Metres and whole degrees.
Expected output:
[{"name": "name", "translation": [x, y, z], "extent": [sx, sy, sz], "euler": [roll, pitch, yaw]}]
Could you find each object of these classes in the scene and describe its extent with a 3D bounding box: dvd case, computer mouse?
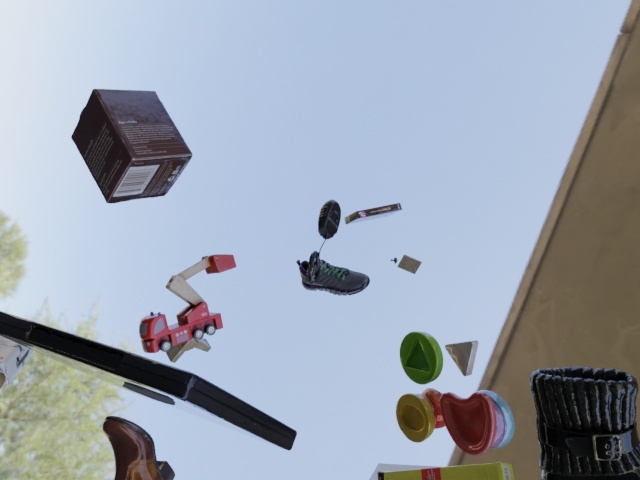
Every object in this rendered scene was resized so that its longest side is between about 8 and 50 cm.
[{"name": "dvd case", "translation": [-0.165, 0.129, 0.484], "extent": [0.252, 0.180, 0.022], "euler": [8, -117, 29]}, {"name": "computer mouse", "translation": [0.000, 0.000, 1.383], "extent": [0.041, 0.071, 0.242], "euler": [5, -117, 31]}]

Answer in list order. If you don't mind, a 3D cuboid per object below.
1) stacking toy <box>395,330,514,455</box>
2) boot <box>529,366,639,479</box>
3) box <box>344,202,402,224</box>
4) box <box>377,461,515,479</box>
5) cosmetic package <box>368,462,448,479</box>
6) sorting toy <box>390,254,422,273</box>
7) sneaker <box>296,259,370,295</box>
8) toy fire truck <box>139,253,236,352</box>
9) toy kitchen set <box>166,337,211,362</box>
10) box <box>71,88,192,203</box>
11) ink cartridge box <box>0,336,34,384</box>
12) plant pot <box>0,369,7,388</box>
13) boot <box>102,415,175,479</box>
[{"name": "stacking toy", "translation": [0.331, 0.362, 1.293], "extent": [0.308, 0.130, 0.280], "euler": [-8, -96, 55]}, {"name": "boot", "translation": [0.543, 0.356, 0.898], "extent": [0.347, 0.131, 0.261], "euler": [2, -97, 12]}, {"name": "box", "translation": [0.174, -0.089, 1.743], "extent": [0.116, 0.162, 0.029], "euler": [155, -76, -70]}, {"name": "box", "translation": [0.225, 0.440, 0.949], "extent": [0.232, 0.087, 0.058], "euler": [-18, -121, 28]}, {"name": "cosmetic package", "translation": [0.286, 0.708, 1.344], "extent": [0.384, 0.217, 0.156], "euler": [-16, -78, 38]}, {"name": "sorting toy", "translation": [0.249, 0.063, 1.536], "extent": [0.062, 0.083, 0.012], "euler": [112, 2, -46]}, {"name": "sneaker", "translation": [0.031, 0.100, 1.534], "extent": [0.223, 0.098, 0.083], "euler": [-1, -141, 28]}, {"name": "toy fire truck", "translation": [-0.228, 0.104, 0.912], "extent": [0.047, 0.192, 0.136], "euler": [-7, -84, 47]}, {"name": "toy kitchen set", "translation": [-0.341, 0.266, 1.339], "extent": [0.075, 0.083, 0.068], "euler": [-48, -129, 4]}, {"name": "box", "translation": [-0.444, -0.223, 1.238], "extent": [0.168, 0.167, 0.203], "euler": [-42, -106, 38]}, {"name": "ink cartridge box", "translation": [-0.656, 0.226, 1.078], "extent": [0.135, 0.099, 0.056], "euler": [-85, -179, -63]}, {"name": "plant pot", "translation": [-0.576, 0.240, 0.743], "extent": [0.236, 0.236, 0.032], "euler": [-44, -104, 37]}, {"name": "boot", "translation": [-0.499, 0.597, 1.239], "extent": [0.096, 0.280, 0.264], "euler": [-9, -64, 28]}]
